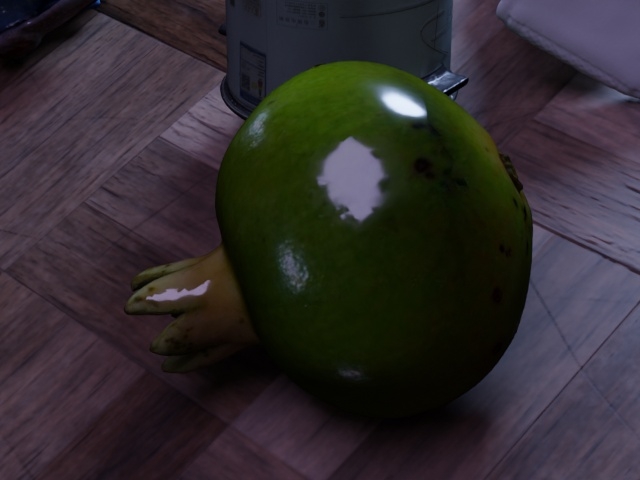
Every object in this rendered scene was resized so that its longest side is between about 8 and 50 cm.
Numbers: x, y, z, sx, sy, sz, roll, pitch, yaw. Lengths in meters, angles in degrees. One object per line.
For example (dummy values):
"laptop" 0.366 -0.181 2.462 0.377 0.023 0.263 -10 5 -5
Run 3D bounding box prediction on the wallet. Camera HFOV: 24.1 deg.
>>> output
"wallet" 0.273 -0.225 1.463 0.183 0.124 0.032 28 22 -1

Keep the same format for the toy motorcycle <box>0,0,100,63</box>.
"toy motorcycle" -0.385 -0.326 1.700 0.319 0.241 0.182 -18 53 2

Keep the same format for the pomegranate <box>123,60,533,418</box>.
"pomegranate" 0.000 0.000 1.271 0.359 0.216 0.309 -20 66 3

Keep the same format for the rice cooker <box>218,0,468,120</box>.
"rice cooker" 0.019 -0.210 1.484 0.281 0.227 0.241 19 35 31
